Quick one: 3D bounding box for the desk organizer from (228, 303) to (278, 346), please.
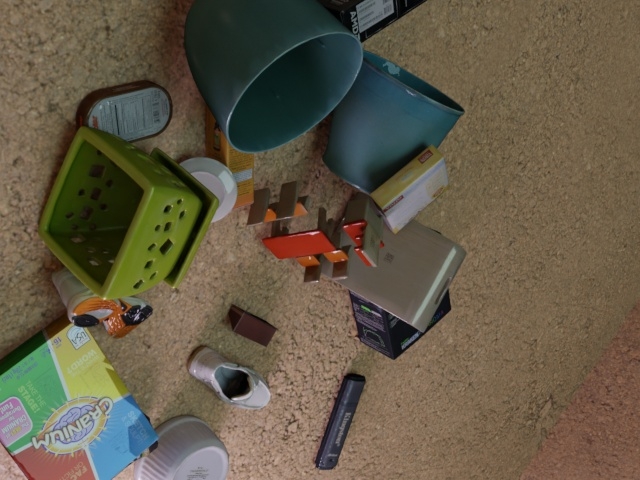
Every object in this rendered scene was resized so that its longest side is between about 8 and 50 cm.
[{"bbox_3d":[-0.160,0.196,2.001,0.130,0.047,0.050,34,86,-49],"label":"desk organizer"}]

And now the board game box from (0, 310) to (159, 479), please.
[{"bbox_3d":[-0.483,0.330,1.659,0.242,0.064,0.317,-40,119,-26],"label":"board game box"}]

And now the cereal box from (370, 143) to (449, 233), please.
[{"bbox_3d":[0.203,-0.109,1.939,0.173,0.047,0.240,-40,163,0],"label":"cereal box"}]

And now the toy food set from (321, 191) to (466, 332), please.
[{"bbox_3d":[0.164,0.049,2.091,0.220,0.306,0.092,-60,169,-4],"label":"toy food set"}]

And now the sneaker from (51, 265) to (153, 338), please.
[{"bbox_3d":[-0.411,0.104,1.662,0.099,0.121,0.262,-39,160,0],"label":"sneaker"}]

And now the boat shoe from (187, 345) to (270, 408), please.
[{"bbox_3d":[-0.190,0.334,1.999,0.098,0.096,0.277,-59,139,-7],"label":"boat shoe"}]

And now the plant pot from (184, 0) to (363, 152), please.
[{"bbox_3d":[-0.110,-0.342,1.585,0.293,0.235,0.293,-33,161,-13],"label":"plant pot"}]

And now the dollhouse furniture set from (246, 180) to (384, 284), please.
[{"bbox_3d":[0.000,0.000,1.898,0.262,0.259,0.135,49,41,-45],"label":"dollhouse furniture set"}]

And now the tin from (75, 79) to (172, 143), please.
[{"bbox_3d":[-0.353,-0.230,1.597,0.189,0.040,0.106,-23,120,-37],"label":"tin"}]

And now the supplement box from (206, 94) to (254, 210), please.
[{"bbox_3d":[-0.182,-0.185,1.765,0.080,0.078,0.234,-21,124,-39],"label":"supplement box"}]

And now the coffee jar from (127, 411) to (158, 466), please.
[{"bbox_3d":[-0.427,0.436,1.817,0.184,0.079,0.096,-33,130,-32],"label":"coffee jar"}]

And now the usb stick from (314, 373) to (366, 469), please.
[{"bbox_3d":[0.053,0.489,2.369,0.077,0.045,0.278,9,103,-49],"label":"usb stick"}]

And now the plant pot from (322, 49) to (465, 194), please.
[{"bbox_3d":[0.138,-0.246,1.950,0.271,0.271,0.255,9,118,-48],"label":"plant pot"}]

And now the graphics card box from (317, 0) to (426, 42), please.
[{"bbox_3d":[0.095,-0.524,1.766,0.371,0.232,0.094,-38,138,-26],"label":"graphics card box"}]

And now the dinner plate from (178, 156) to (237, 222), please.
[{"bbox_3d":[-0.235,-0.096,1.736,0.141,0.017,0.141,-1,113,-3],"label":"dinner plate"}]

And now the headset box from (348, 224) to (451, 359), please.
[{"bbox_3d":[0.205,0.117,2.277,0.246,0.131,0.283,-36,131,-30],"label":"headset box"}]

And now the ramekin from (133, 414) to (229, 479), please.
[{"bbox_3d":[-0.300,0.506,1.961,0.207,0.109,0.207,-23,125,-38],"label":"ramekin"}]

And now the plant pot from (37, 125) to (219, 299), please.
[{"bbox_3d":[-0.328,-0.046,1.557,0.207,0.227,0.228,3,120,-53],"label":"plant pot"}]
